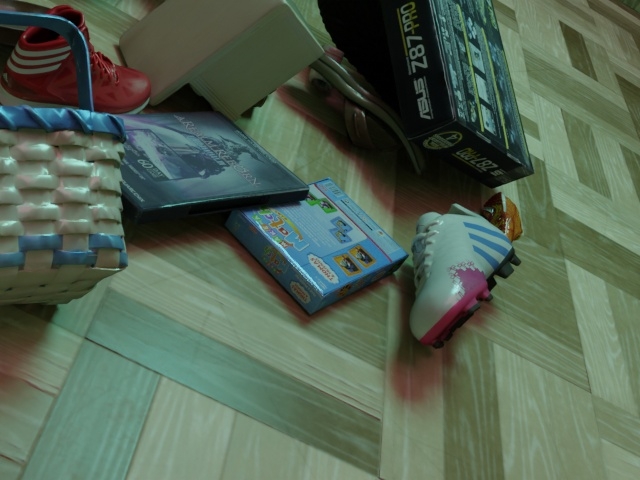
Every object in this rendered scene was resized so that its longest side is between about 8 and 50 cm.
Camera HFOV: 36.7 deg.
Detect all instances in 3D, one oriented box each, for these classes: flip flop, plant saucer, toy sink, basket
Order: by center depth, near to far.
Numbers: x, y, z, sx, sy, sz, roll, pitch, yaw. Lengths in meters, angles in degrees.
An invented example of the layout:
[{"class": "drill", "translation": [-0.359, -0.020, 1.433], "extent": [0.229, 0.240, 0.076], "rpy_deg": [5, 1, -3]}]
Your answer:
[{"class": "basket", "translation": [-0.309, -0.084, 0.873], "extent": [0.255, 0.201, 0.288], "rpy_deg": [0, 77, -45]}, {"class": "plant saucer", "translation": [-0.383, -0.271, 1.205], "extent": [0.168, 0.029, 0.168], "rpy_deg": [13, 22, -5]}, {"class": "toy sink", "translation": [-0.138, -0.271, 1.355], "extent": [0.131, 0.234, 0.152], "rpy_deg": [44, 14, -52]}, {"class": "flip flop", "translation": [0.059, -0.195, 1.511], "extent": [0.277, 0.080, 0.112], "rpy_deg": [42, 1, 3]}]

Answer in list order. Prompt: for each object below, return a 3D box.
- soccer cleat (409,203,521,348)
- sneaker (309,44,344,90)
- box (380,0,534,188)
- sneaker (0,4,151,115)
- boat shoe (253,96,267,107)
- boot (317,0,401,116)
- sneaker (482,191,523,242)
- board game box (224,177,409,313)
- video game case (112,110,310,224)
[{"class": "soccer cleat", "translation": [0.161, 0.037, 1.273], "extent": [0.143, 0.116, 0.331], "rpy_deg": [45, 25, 7]}, {"class": "sneaker", "translation": [0.005, -0.287, 1.625], "extent": [0.051, 0.070, 0.134], "rpy_deg": [21, 4, -8]}, {"class": "box", "translation": [0.215, -0.312, 1.577], "extent": [0.318, 0.097, 0.394], "rpy_deg": [17, 58, -54]}, {"class": "sneaker", "translation": [-0.277, -0.214, 1.174], "extent": [0.087, 0.128, 0.221], "rpy_deg": [48, 35, 18]}, {"class": "boat shoe", "translation": [-0.087, -0.255, 1.471], "extent": [0.060, 0.064, 0.178], "rpy_deg": [21, 32, -18]}, {"class": "boot", "translation": [0.127, -0.383, 1.718], "extent": [0.348, 0.131, 0.260], "rpy_deg": [55, 29, -26]}, {"class": "sneaker", "translation": [0.292, -0.017, 1.517], "extent": [0.067, 0.064, 0.175], "rpy_deg": [40, 33, -11]}, {"class": "board game box", "translation": [0.000, 0.000, 1.237], "extent": [0.160, 0.039, 0.211], "rpy_deg": [45, 32, 16]}, {"class": "video game case", "translation": [-0.169, -0.098, 1.184], "extent": [0.274, 0.026, 0.196], "rpy_deg": [-12, 44, -47]}]
